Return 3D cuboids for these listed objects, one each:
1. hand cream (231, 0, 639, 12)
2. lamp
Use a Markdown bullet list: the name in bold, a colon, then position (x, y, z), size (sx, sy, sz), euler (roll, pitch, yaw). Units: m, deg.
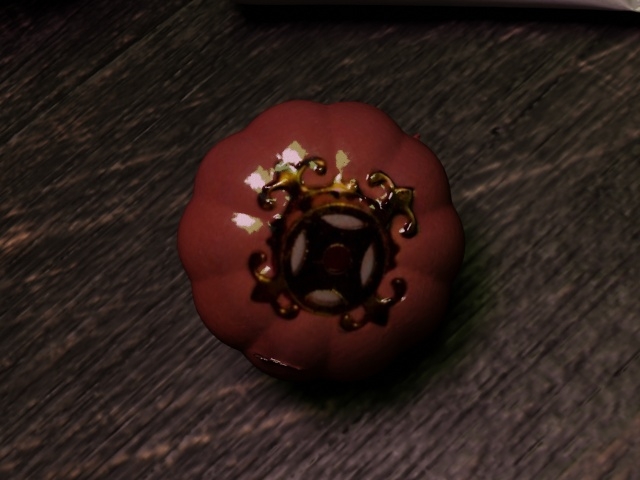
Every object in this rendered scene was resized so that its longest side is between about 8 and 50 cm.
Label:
- **hand cream**: position (0.084, -0.250, 0.835), size (0.359, 0.118, 0.185), euler (4, 57, 13)
- **lamp**: position (0.000, 0.000, 0.667), size (0.182, 0.140, 0.181), euler (-1, 93, -9)
